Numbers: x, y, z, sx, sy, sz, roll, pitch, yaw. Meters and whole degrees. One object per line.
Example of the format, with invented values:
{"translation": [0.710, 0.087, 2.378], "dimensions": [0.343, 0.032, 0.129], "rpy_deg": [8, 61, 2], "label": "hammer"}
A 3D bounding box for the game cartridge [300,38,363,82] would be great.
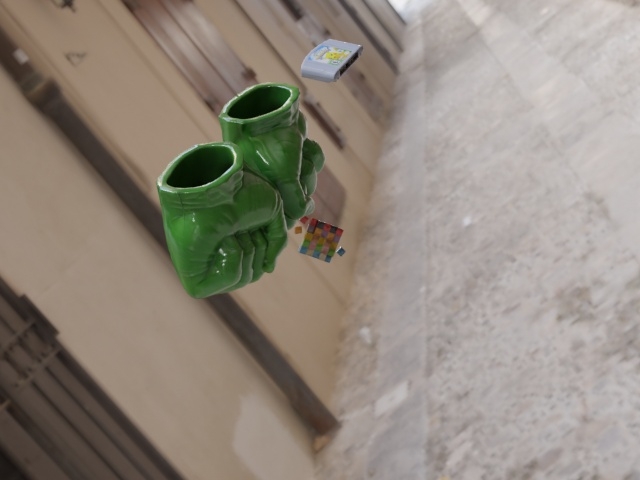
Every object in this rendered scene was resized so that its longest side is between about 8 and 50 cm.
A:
{"translation": [0.012, -0.227, 1.241], "dimensions": [0.056, 0.017, 0.083], "rpy_deg": [13, 43, 26], "label": "game cartridge"}

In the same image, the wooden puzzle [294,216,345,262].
{"translation": [0.000, 0.000, 1.305], "dimensions": [0.006, 0.083, 0.049], "rpy_deg": [31, 100, 63], "label": "wooden puzzle"}

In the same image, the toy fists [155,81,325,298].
{"translation": [-0.071, -0.049, 1.022], "dimensions": [0.096, 0.142, 0.279], "rpy_deg": [5, 34, 18], "label": "toy fists"}
